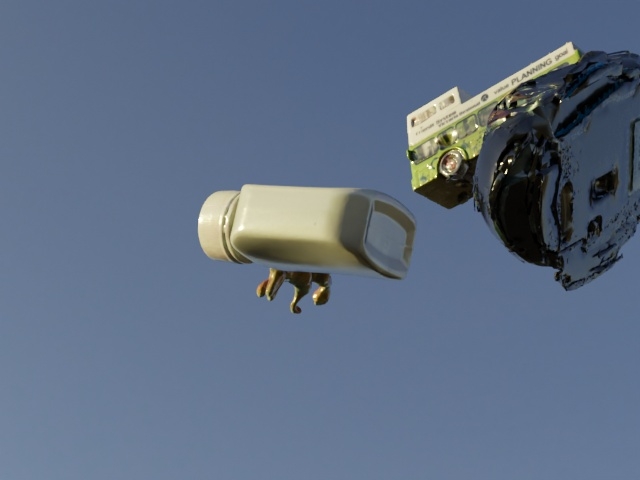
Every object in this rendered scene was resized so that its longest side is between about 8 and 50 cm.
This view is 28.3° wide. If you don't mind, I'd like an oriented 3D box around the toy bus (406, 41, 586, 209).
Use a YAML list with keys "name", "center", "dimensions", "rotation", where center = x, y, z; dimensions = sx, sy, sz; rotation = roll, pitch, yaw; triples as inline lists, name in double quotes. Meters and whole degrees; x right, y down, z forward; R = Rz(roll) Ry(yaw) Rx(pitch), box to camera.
- name: "toy bus"
  center: [0.262, -0.163, 1.765]
  dimensions: [0.301, 0.139, 0.113]
  rotation: [-28, -34, 32]

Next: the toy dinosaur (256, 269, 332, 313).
- name: "toy dinosaur"
  center: [-0.001, 0.001, 1.436]
  dimensions: [0.057, 0.212, 0.142]
  rotation: [27, -21, 18]

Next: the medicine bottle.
- name: "medicine bottle"
  center: [-0.016, -0.008, 1.099]
  dimensions: [0.183, 0.069, 0.119]
  rotation: [2, -14, 34]

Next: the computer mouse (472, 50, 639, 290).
- name: "computer mouse"
  center: [0.164, -0.056, 0.836]
  dimensions: [0.077, 0.241, 0.146]
  rotation: [14, -65, 37]
